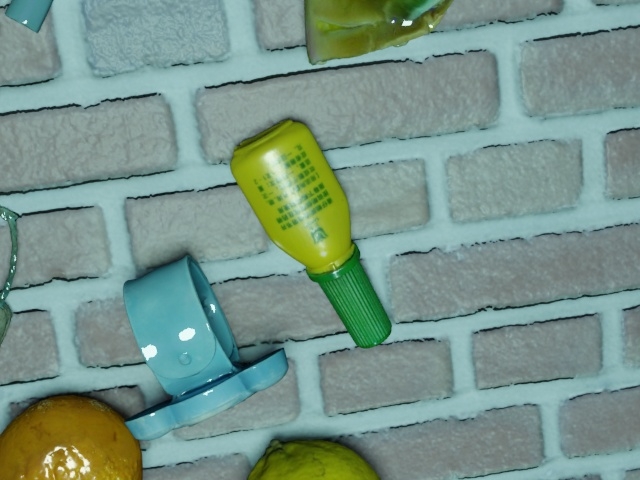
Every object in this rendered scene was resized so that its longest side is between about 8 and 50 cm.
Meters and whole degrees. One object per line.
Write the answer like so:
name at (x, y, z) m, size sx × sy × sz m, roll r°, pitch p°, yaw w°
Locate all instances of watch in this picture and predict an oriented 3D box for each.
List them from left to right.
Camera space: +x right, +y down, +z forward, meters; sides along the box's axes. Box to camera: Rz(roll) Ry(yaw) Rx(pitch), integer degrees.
watch at (-0.162, 0.122, 1.212) m, size 0.210 × 0.211 × 0.193 m, roll -24°, pitch 89°, yaw 1°

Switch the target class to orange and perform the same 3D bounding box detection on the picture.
orange at (-0.320, 0.285, 1.235) m, size 0.193 × 0.161 × 0.193 m, roll -5°, pitch 111°, yaw -14°

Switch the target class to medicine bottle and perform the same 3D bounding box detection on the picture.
medicine bottle at (0.000, 0.000, 1.240) m, size 0.111 × 0.076 × 0.309 m, roll -28°, pitch 103°, yaw 4°

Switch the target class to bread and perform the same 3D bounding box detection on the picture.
bread at (0.073, -0.306, 1.140) m, size 0.156 × 0.158 × 0.261 m, roll 34°, pitch 95°, yaw -8°

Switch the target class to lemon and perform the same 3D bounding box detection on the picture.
lemon at (-0.004, 0.357, 1.262) m, size 0.192 × 0.192 × 0.231 m, roll -26°, pitch 91°, yaw 1°

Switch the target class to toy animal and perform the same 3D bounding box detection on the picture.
toy animal at (-0.421, 0.084, 1.229) m, size 0.079 × 0.070 × 0.253 m, roll 22°, pitch 97°, yaw -26°

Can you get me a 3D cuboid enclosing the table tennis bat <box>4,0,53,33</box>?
table tennis bat at (-0.274, -0.398, 1.146) m, size 0.215 × 0.044 × 0.329 m, roll 28°, pitch 97°, yaw -11°
